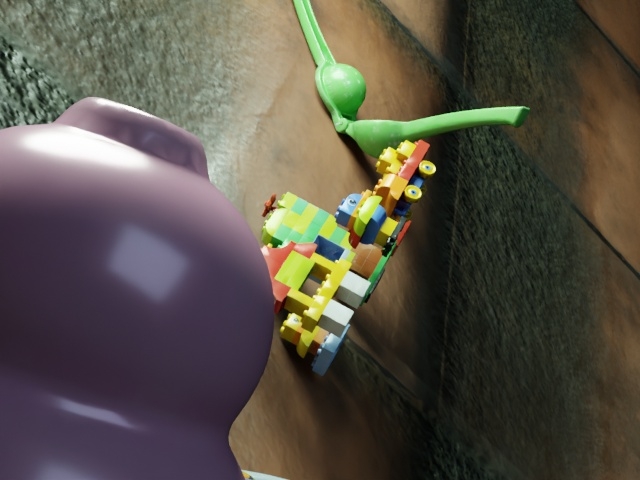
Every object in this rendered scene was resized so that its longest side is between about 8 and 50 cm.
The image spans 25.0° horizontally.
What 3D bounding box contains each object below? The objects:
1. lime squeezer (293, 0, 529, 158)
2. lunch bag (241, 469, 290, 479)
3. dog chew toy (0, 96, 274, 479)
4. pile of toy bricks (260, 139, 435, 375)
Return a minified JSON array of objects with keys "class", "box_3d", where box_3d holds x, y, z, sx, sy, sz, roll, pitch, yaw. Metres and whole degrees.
[{"class":"lime squeezer","box_3d":[0.042,-0.141,1.290,0.059,0.110,0.310,-12,40,-42]},{"class":"lunch bag","box_3d":[-0.040,0.232,0.645,0.303,0.115,0.243,16,59,-9]},{"class":"dog chew toy","box_3d":[-0.114,0.115,0.464,0.207,0.207,0.331,22,86,-45]},{"class":"pile of toy bricks","box_3d":[0.000,0.000,1.104,0.105,0.118,0.212,28,49,5]}]
